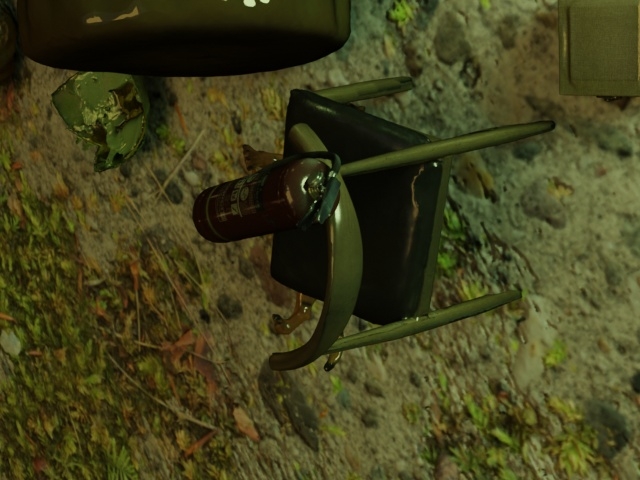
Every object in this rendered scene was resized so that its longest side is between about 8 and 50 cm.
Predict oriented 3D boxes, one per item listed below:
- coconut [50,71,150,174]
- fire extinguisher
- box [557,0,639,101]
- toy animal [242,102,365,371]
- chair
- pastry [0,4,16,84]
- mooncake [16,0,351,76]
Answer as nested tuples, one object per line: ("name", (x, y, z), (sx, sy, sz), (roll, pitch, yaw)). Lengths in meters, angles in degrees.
("coconut", (-0.235, -0.144, 1.196), (0.158, 0.055, 0.133), (8, 110, 42))
("fire extinguisher", (-0.030, -0.027, 0.700), (0.043, 0.064, 0.158), (38, 155, -24))
("box", (0.221, -0.146, 0.802), (0.079, 0.035, 0.083), (9, 110, 40))
("toy animal", (-0.001, -0.003, 1.019), (0.116, 0.114, 0.255), (-9, 106, 0))
("chair", (0.035, -0.022, 0.845), (0.166, 0.272, 0.188), (23, 117, 35))
("pastry", (-0.438, -0.253, 1.326), (0.153, 0.081, 0.153), (12, 111, 34))
("mooncake", (-0.111, -0.230, 0.908), (0.290, 0.290, 0.161), (0, 93, 42))
